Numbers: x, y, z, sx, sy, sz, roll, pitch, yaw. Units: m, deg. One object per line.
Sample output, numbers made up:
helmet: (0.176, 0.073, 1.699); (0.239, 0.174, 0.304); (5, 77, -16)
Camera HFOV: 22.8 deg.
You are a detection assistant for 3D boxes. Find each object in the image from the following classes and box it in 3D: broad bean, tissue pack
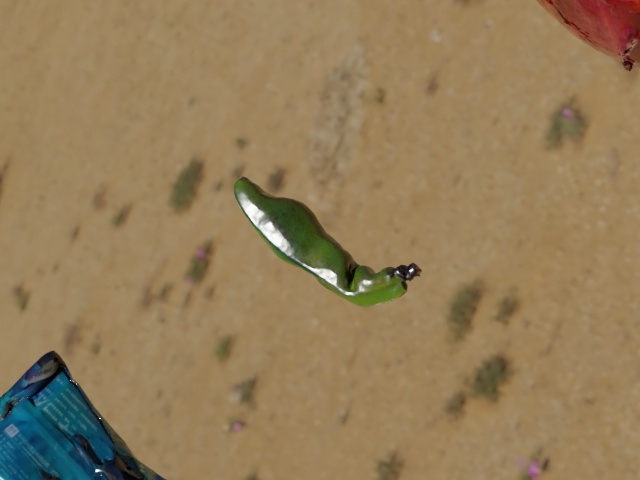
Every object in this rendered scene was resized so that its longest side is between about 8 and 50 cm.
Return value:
broad bean: (-0.001, 0.008, 1.466); (0.061, 0.195, 0.046); (-67, -17, 13)
tissue pack: (-0.146, 0.139, 0.947); (0.085, 0.138, 0.028); (-43, -16, -16)

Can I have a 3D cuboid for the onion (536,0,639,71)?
onion: (0.212, -0.220, 0.850); (0.276, 0.276, 0.276); (-56, 20, 32)
